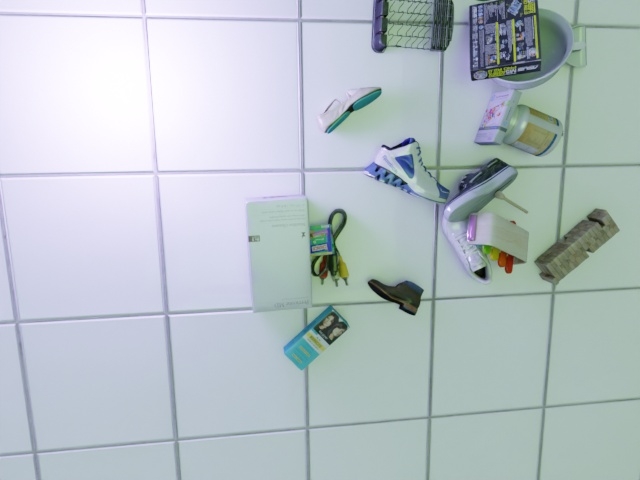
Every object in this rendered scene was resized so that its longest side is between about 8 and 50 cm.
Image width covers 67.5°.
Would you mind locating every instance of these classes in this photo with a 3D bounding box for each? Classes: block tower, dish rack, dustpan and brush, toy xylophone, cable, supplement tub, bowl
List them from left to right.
[{"bbox_3d":[0.035,0.028,1.745,0.139,0.072,0.287,1,88,9],"label":"cable"},{"bbox_3d":[0.315,-0.740,1.617,0.271,0.074,0.208,0,102,-10],"label":"dish rack"},{"bbox_3d":[0.660,-0.031,1.730,0.322,0.081,0.236,29,69,-33],"label":"toy xylophone"},{"bbox_3d":[0.690,-0.623,1.628,0.297,0.134,0.298,-7,68,19],"label":"bowl"},{"bbox_3d":[0.731,-0.395,1.700,0.199,0.144,0.144,19,98,-11],"label":"supplement tub"},{"bbox_3d":[0.870,-0.686,1.707,0.211,0.060,0.147,-9,102,-6],"label":"dustpan and brush"},{"bbox_3d":[0.983,0.021,1.842,0.335,0.091,0.097,-42,102,1],"label":"block tower"}]

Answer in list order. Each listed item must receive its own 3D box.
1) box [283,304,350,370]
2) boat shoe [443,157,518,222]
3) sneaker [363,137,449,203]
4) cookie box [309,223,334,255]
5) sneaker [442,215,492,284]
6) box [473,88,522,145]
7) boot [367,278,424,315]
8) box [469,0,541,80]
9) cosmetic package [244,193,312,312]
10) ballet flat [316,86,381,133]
[{"bbox_3d":[-0.015,0.362,1.782,0.244,0.060,0.100,-43,103,2],"label":"box"},{"bbox_3d":[0.551,-0.182,1.720,0.335,0.121,0.119,-32,59,-18],"label":"boat shoe"},{"bbox_3d":[0.327,-0.255,1.680,0.315,0.127,0.182,21,99,-10],"label":"sneaker"},{"bbox_3d":[0.000,0.000,1.698,0.091,0.040,0.107,-7,86,18],"label":"cookie box"},{"bbox_3d":[0.551,0.026,1.749,0.114,0.152,0.305,-30,103,10],"label":"sneaker"},{"bbox_3d":[0.618,-0.427,1.678,0.038,0.145,0.186,19,98,-12],"label":"box"},{"bbox_3d":[0.285,0.181,1.797,0.219,0.082,0.106,34,73,-8],"label":"boot"},{"bbox_3d":[0.601,-0.666,1.570,0.216,0.060,0.270,-2,71,20],"label":"box"},{"bbox_3d":[-0.145,0.041,1.655,0.217,0.156,0.385,-6,100,-9],"label":"cosmetic package"},{"bbox_3d":[0.091,-0.467,1.636,0.248,0.086,0.086,-36,103,1],"label":"ballet flat"}]
